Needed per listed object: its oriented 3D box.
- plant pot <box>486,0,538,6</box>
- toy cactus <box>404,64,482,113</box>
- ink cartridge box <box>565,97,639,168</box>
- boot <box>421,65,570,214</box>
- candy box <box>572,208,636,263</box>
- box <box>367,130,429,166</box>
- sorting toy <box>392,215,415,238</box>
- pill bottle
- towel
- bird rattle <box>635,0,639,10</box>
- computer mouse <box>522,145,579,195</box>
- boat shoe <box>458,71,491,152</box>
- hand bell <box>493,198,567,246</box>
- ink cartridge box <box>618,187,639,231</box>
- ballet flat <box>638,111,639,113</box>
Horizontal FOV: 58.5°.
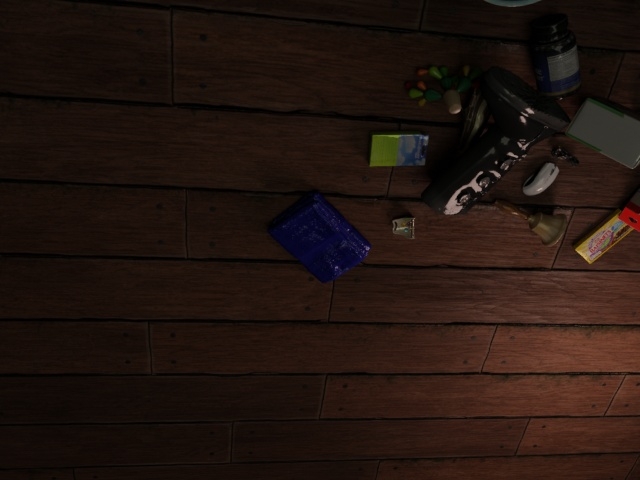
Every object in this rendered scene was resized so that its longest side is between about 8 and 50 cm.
[{"bbox_3d":[0.415,-0.758,1.342,0.341,0.334,0.341,-4,122,-6],"label":"plant pot"},{"bbox_3d":[0.362,-0.428,1.642,0.219,0.180,0.112,-8,143,3],"label":"toy cactus"},{"bbox_3d":[0.871,-0.322,1.673,0.211,0.289,0.121,35,120,23],"label":"ink cartridge box"},{"bbox_3d":[0.452,-0.263,1.672,0.367,0.146,0.445,15,137,-37],"label":"boot"},{"bbox_3d":[1.027,-0.014,2.071,0.105,0.027,0.206,36,111,-22],"label":"candy box"},{"bbox_3d":[0.241,-0.287,1.783,0.178,0.042,0.109,-2,123,-7],"label":"box"},{"bbox_3d":[0.281,-0.050,1.940,0.075,0.045,0.083,-3,123,2],"label":"sorting toy"},{"bbox_3d":[0.675,-0.528,1.646,0.123,0.123,0.219,-21,122,5],"label":"pill bottle"},{"bbox_3d":[0.000,0.000,1.909,0.228,0.076,0.308,-38,119,14],"label":"towel"},{"bbox_3d":[0.900,-0.696,1.514,0.143,0.253,0.207,-18,146,4],"label":"bird rattle"},{"bbox_3d":[0.757,-0.218,1.897,0.106,0.042,0.193,28,114,-24],"label":"computer mouse"},{"bbox_3d":[0.466,-0.393,1.736,0.095,0.095,0.257,30,127,15],"label":"boat shoe"},{"bbox_3d":[0.699,-0.083,1.957,0.242,0.126,0.126,24,116,-6],"label":"hand bell"},{"bbox_3d":[1.160,-0.134,1.970,0.134,0.078,0.231,24,109,-21],"label":"ink cartridge box"},{"bbox_3d":[1.092,-0.373,1.838,0.231,0.077,0.077,27,93,-25],"label":"ballet flat"}]
